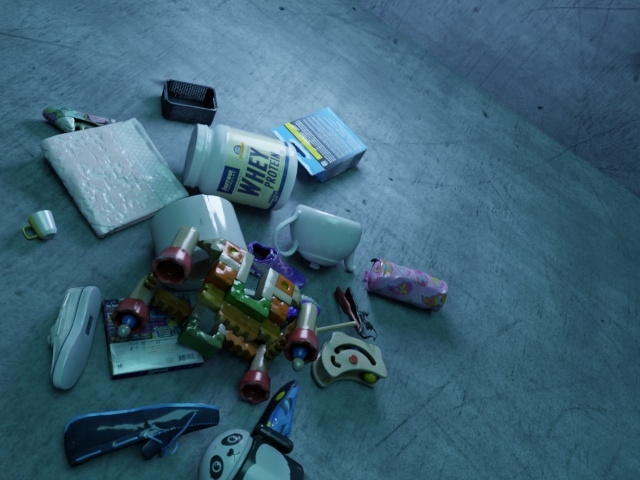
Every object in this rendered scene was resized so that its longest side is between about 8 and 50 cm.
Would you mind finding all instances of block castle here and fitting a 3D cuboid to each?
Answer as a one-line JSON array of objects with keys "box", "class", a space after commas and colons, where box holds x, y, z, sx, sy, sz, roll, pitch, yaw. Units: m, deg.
[{"box": [-0.246, 0.204, 1.362, 0.453, 0.303, 0.212, 35, 32, -17], "class": "block castle"}]

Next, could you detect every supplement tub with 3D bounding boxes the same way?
[{"box": [-0.261, -0.238, 1.784, 0.325, 0.235, 0.235, 12, 52, -21], "class": "supplement tub"}]

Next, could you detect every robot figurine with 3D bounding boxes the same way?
[{"box": [-0.149, 0.561, 1.289, 0.278, 0.173, 0.209, 34, 7, -3], "class": "robot figurine"}]

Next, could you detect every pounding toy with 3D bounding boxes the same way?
[{"box": [0.075, 0.337, 1.595, 0.270, 0.155, 0.154, 22, 44, -13], "class": "pounding toy"}]

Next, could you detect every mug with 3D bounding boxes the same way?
[{"box": [-0.750, -0.035, 1.490, 0.064, 0.078, 0.062, 60, 18, 9], "class": "mug"}]

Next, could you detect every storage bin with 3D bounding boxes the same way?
[{"box": [-0.466, -0.487, 1.958, 0.180, 0.084, 0.122, 4, 55, -27], "class": "storage bin"}]

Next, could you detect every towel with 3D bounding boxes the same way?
[{"box": [-0.608, -0.202, 1.659, 0.317, 0.053, 0.331, -30, 82, -40], "class": "towel"}]

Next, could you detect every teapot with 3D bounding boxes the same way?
[{"box": [0.000, 0.000, 1.787, 0.256, 0.187, 0.252, 19, 3, 10], "class": "teapot"}]

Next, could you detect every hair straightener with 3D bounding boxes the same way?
[{"box": [0.126, 0.230, 1.736, 0.089, 0.047, 0.230, 2, 34, -29], "class": "hair straightener"}]

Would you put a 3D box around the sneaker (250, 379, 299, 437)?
[{"box": [-0.103, 0.468, 1.467, 0.082, 0.069, 0.209, 47, 44, -13], "class": "sneaker"}]

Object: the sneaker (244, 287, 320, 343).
[{"box": [-0.142, 0.231, 1.601, 0.294, 0.102, 0.146, 8, 57, -18], "class": "sneaker"}]

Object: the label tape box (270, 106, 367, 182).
[{"box": [-0.017, -0.351, 2.091, 0.334, 0.106, 0.240, -32, 75, -40], "class": "label tape box"}]

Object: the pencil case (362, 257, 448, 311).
[{"box": [0.292, 0.153, 1.883, 0.284, 0.124, 0.124, 17, 50, -16], "class": "pencil case"}]

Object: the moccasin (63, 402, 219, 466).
[{"box": [-0.405, 0.454, 1.280, 0.342, 0.137, 0.116, -4, 62, -15], "class": "moccasin"}]

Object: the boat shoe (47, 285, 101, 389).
[{"box": [-0.614, 0.230, 1.341, 0.088, 0.096, 0.267, -1, 59, 4], "class": "boat shoe"}]

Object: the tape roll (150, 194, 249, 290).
[{"box": [-0.338, 0.011, 1.549, 0.246, 0.246, 0.169, -5, 60, -32], "class": "tape roll"}]

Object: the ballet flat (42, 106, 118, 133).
[{"box": [-0.743, -0.358, 1.717, 0.222, 0.077, 0.079, 8, 57, -29], "class": "ballet flat"}]

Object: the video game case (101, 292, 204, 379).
[{"box": [-0.442, 0.245, 1.453, 0.232, 0.042, 0.210, -3, 58, -31], "class": "video game case"}]

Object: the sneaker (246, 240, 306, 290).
[{"box": [-0.145, 0.078, 1.702, 0.236, 0.104, 0.095, 30, 46, -8], "class": "sneaker"}]
